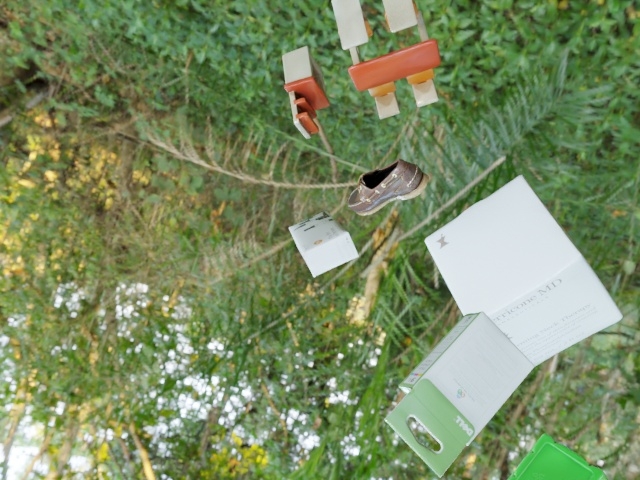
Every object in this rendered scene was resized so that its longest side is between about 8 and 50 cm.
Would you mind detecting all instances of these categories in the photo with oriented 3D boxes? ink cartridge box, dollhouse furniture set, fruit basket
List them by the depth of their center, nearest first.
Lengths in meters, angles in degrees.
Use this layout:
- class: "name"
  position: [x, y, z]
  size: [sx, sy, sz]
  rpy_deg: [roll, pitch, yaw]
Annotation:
- class: "ink cartridge box"
  position: [0.186, 0.209, 0.833]
  size: [0.109, 0.209, 0.062]
  rpy_deg: [47, 163, 0]
- class: "dollhouse furniture set"
  position: [0.075, -0.281, 1.016]
  size: [0.259, 0.135, 0.262]
  rpy_deg: [-15, 162, 14]
- class: "fruit basket"
  position: [0.593, 0.743, 1.549]
  size: [0.283, 0.392, 0.392]
  rpy_deg: [30, -174, 40]

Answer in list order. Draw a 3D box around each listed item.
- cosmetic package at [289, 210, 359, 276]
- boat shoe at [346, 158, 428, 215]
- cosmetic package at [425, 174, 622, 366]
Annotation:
- class: "cosmetic package"
  position: [0.000, 0.000, 1.241]
  size: [0.060, 0.099, 0.239]
  rpy_deg: [64, 176, -16]
- class: "boat shoe"
  position: [0.107, -0.103, 1.103]
  size: [0.073, 0.073, 0.207]
  rpy_deg: [28, 153, -24]
- class: "cosmetic package"
  position: [0.565, 0.104, 1.674]
  size: [0.394, 0.329, 0.327]
  rpy_deg: [38, -156, -41]
